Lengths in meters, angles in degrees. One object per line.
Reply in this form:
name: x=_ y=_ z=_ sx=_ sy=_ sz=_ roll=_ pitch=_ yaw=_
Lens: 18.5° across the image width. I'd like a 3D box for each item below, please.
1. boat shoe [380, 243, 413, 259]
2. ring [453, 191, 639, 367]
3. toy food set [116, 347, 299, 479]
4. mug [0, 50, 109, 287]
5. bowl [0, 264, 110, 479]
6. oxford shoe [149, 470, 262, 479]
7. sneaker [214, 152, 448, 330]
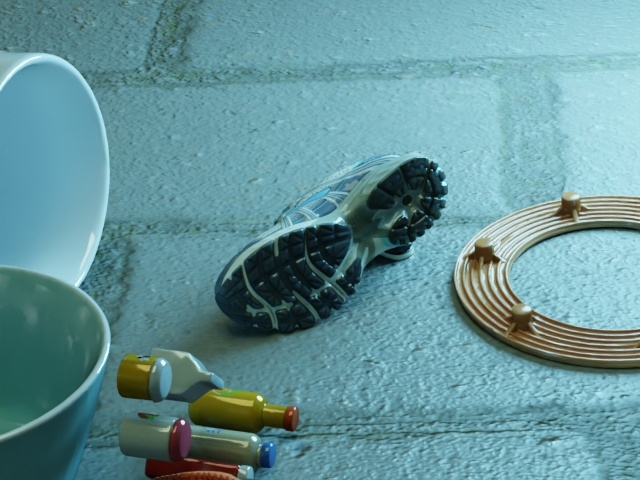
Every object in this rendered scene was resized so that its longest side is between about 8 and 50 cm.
boat shoe: x=0.047 y=-0.018 z=2.184 sx=0.133 sy=0.042 sz=0.049 roll=19 pitch=40 yaw=36
ring: x=0.309 y=0.029 z=2.083 sx=0.336 sy=0.032 sz=0.336 roll=-4 pitch=30 yaw=2
toy food set: x=-0.101 y=0.167 z=1.781 sx=0.104 sy=0.232 sz=0.111 roll=6 pitch=75 yaw=16
mug: x=-0.446 y=-0.025 z=2.073 sx=0.328 sy=0.276 sz=0.374 roll=4 pitch=61 yaw=24
bowl: x=-0.337 y=0.169 z=1.791 sx=0.311 sy=0.163 sz=0.311 roll=-4 pitch=30 yaw=2
oxford shoe: x=-0.037 y=0.255 z=1.710 sx=0.271 sy=0.097 sz=0.098 roll=7 pitch=-1 yaw=28
sneaker: x=0.000 y=0.000 z=2.095 sx=0.283 sy=0.110 sz=0.122 roll=-31 pitch=25 yaw=-21
